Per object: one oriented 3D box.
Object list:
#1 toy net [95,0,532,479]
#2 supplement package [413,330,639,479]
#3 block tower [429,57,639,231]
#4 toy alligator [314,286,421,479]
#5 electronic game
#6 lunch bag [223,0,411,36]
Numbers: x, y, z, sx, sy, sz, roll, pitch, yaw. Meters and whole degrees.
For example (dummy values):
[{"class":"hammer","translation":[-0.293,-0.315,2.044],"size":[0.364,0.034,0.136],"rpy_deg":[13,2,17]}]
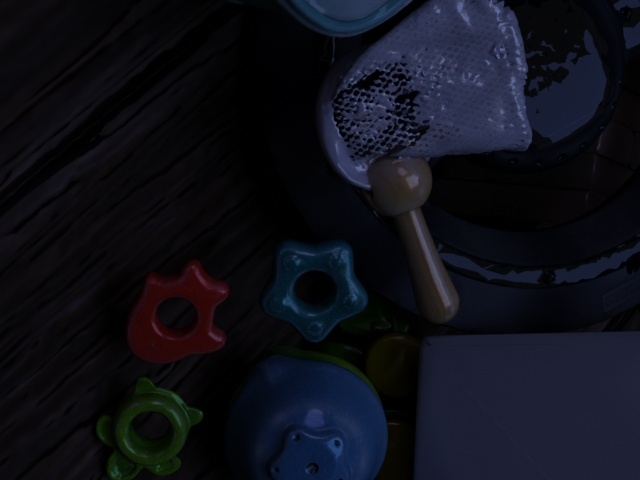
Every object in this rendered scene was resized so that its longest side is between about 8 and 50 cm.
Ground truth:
[{"class":"toy net","translation":[0.000,0.000,0.661],"size":[0.122,0.045,0.232],"rpy_deg":[20,104,-9]},{"class":"supplement package","translation":[0.175,0.160,0.763],"size":[0.262,0.198,0.199],"rpy_deg":[29,61,-62]},{"class":"block tower","translation":[0.139,-0.150,0.817],"size":[0.091,0.097,0.335],"rpy_deg":[15,83,-50]},{"class":"toy alligator","translation":[0.019,0.046,0.749],"size":[0.051,0.056,0.190],"rpy_deg":[2,88,-6]},{"class":"electronic game","translation":[0.084,-0.074,0.720],"size":[0.229,0.048,0.229],"rpy_deg":[0,89,-12]},{"class":"lunch bag","translation":[0.016,-0.219,0.605],"size":[0.279,0.108,0.224],"rpy_deg":[-48,129,-11]}]
